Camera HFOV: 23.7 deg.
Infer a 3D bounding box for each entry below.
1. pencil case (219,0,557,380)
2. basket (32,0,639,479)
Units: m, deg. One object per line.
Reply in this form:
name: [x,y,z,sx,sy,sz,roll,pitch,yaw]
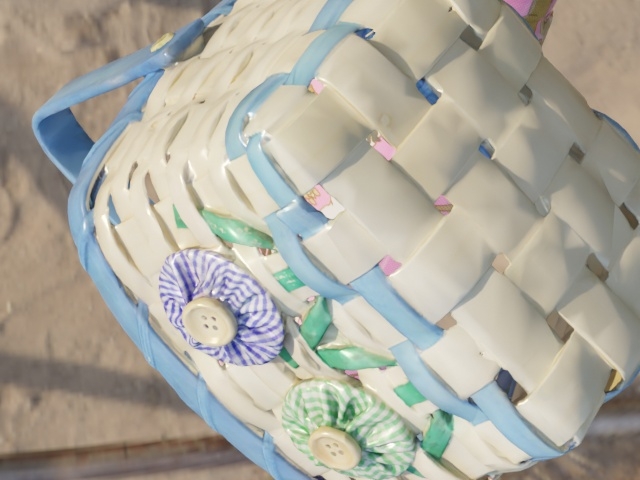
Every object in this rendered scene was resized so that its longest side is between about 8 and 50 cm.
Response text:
pencil case: [0.036,-0.050,1.076,0.160,0.167,0.386,12,118,-10]
basket: [0.000,0.000,0.688,0.255,0.289,0.201,45,67,-12]
